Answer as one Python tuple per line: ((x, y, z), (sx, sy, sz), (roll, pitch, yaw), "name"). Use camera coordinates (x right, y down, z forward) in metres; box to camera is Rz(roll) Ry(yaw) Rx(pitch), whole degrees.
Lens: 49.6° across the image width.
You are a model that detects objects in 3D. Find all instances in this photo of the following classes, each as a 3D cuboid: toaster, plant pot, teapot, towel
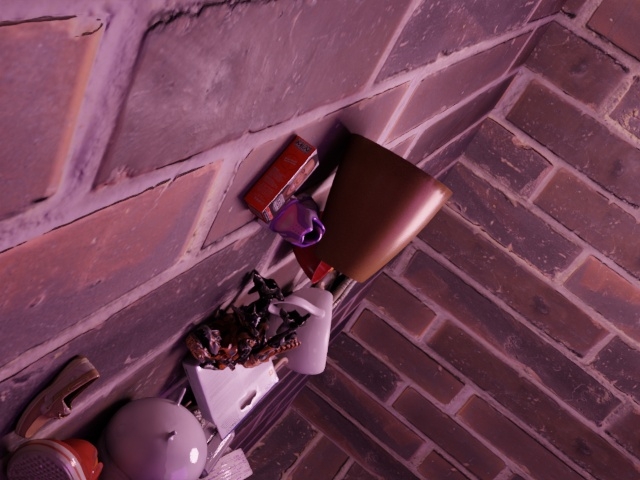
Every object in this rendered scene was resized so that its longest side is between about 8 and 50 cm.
((-0.320, 0.512, 1.767), (0.146, 0.129, 0.227), (-48, -168, -32), "toaster")
((0.103, -0.049, 1.421), (0.254, 0.237, 0.237), (-60, 168, 4), "plant pot")
((-0.070, 0.237, 1.877), (0.252, 0.187, 0.255), (-87, -175, -77), "teapot")
((0.035, 0.204, 2.318), (0.324, 0.056, 0.312), (-46, -178, -25), "towel")

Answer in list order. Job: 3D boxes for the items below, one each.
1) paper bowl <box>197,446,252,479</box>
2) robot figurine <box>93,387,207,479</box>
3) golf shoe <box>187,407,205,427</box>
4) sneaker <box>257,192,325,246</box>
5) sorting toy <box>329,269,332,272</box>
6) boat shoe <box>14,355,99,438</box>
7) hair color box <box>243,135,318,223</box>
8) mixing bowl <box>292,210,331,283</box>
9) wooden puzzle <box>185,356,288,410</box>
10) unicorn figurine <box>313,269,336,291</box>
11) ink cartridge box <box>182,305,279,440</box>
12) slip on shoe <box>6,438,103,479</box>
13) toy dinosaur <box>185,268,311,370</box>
((-0.362, 0.714, 2.110), (0.284, 0.148, 0.284), (-27, 165, -8), "paper bowl")
((-0.346, 0.441, 1.318), (0.353, 0.200, 0.300), (-56, -151, 21), "robot figurine")
((-0.360, 0.445, 1.625), (0.176, 0.069, 0.086), (-12, -175, -42), "golf shoe")
((-0.036, -0.032, 1.334), (0.095, 0.105, 0.236), (-55, 170, 8), "sneaker")
((0.073, 0.010, 2.074), (0.208, 0.038, 0.193), (-39, 163, -48), "sorting toy")
((-0.364, 0.224, 0.963), (0.135, 0.045, 0.050), (-50, 169, -9), "boat shoe")
((-0.064, -0.101, 1.163), (0.141, 0.043, 0.072), (-51, 168, -9), "hair color box")
((0.000, 0.000, 1.592), (0.181, 0.098, 0.181), (-50, 168, -14), "mixing bowl")
((-0.226, 0.363, 1.763), (0.221, 0.044, 0.239), (-19, -173, 34), "wooden puzzle")
((0.008, 0.150, 2.231), (0.111, 0.060, 0.162), (115, 1, -50), "unicorn figurine")
((-0.199, 0.299, 1.579), (0.223, 0.045, 0.223), (-41, 129, -43), "ink cartridge box")
((-0.404, 0.355, 1.089), (0.331, 0.123, 0.101), (108, 0, -60), "slip on shoe")
((-0.148, 0.196, 1.482), (0.218, 0.164, 0.322), (-50, 169, 13), "toy dinosaur")
